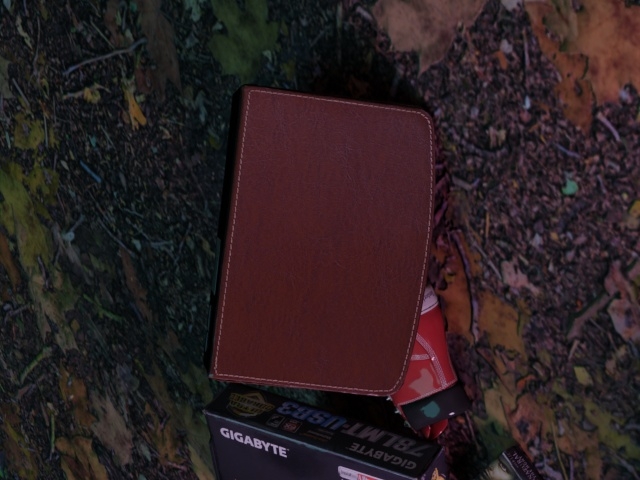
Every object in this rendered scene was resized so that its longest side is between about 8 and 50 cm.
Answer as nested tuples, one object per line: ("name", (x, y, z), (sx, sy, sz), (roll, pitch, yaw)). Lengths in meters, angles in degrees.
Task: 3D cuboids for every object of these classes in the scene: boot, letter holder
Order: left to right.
("letter holder", (0.000, 0.000, 1.632), (0.152, 0.214, 0.302), (-164, 80, -83))
("boot", (0.061, 0.147, 1.745), (0.244, 0.088, 0.176), (-9, 104, 52))

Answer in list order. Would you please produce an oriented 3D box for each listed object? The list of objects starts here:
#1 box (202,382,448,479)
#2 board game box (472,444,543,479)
("box", (0.017, 0.328, 1.819), (0.295, 0.073, 0.293), (14, 132, 28))
("board game box", (0.232, 0.325, 1.668), (0.186, 0.026, 0.126), (54, 145, 17))
